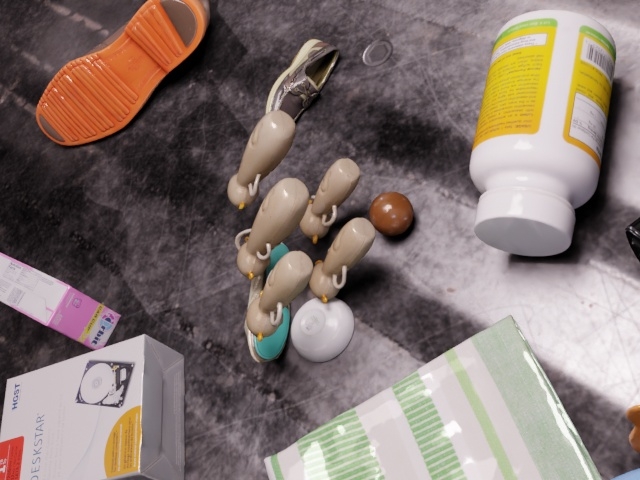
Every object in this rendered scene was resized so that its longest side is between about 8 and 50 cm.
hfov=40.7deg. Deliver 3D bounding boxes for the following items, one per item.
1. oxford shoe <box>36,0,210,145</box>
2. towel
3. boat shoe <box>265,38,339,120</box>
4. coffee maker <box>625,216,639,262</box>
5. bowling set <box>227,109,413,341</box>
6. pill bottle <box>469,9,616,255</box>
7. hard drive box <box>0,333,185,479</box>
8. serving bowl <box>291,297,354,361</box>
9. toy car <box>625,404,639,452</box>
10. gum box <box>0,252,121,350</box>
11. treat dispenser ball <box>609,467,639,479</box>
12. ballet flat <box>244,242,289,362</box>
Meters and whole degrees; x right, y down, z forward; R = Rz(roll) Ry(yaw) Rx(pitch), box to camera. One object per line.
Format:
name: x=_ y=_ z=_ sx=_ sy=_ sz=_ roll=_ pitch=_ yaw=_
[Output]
oxford shoe: x=-0.312 y=-0.280 z=1.406 sx=0.364 sy=0.130 sz=0.132 roll=-31 pitch=19 yaw=22
towel: x=0.107 y=0.252 z=0.882 sx=0.325 sy=0.038 sz=0.248 roll=-33 pitch=51 yaw=12
boat shoe: x=-0.025 y=-0.219 z=1.213 sx=0.049 sy=0.056 sz=0.152 roll=15 pitch=73 yaw=42
coffee maker: x=0.389 y=-0.028 z=0.831 sx=0.178 sy=0.120 sz=0.171 roll=-40 pitch=28 yaw=5
bowling set: x=0.000 y=0.000 z=1.034 sx=0.154 sy=0.200 sz=0.287 roll=125 pitch=151 yaw=-43
pill bottle: x=0.238 y=-0.113 z=0.940 sx=0.136 sy=0.136 sz=0.245 roll=1 pitch=65 yaw=32
hard drive box: x=-0.291 y=0.243 z=1.097 sx=0.232 sy=0.089 sz=0.181 roll=-20 pitch=55 yaw=21
serving bowl: x=-0.002 y=0.103 z=1.038 sx=0.083 sy=0.027 sz=0.083 roll=-15 pitch=58 yaw=25
toy car: x=0.375 y=0.136 z=0.723 sx=0.238 sy=0.210 sz=0.219 roll=-41 pitch=29 yaw=43
gum box: x=-0.391 y=0.086 z=1.232 sx=0.188 sy=0.107 sz=0.062 roll=19 pitch=75 yaw=37
treat dispenser ball: x=0.274 y=0.299 z=0.592 sx=0.288 sy=0.288 sz=0.288 roll=-15 pitch=58 yaw=24
ballet flat: x=-0.067 y=0.081 z=1.084 sx=0.052 sy=0.057 sz=0.168 roll=-32 pitch=42 yaw=49
